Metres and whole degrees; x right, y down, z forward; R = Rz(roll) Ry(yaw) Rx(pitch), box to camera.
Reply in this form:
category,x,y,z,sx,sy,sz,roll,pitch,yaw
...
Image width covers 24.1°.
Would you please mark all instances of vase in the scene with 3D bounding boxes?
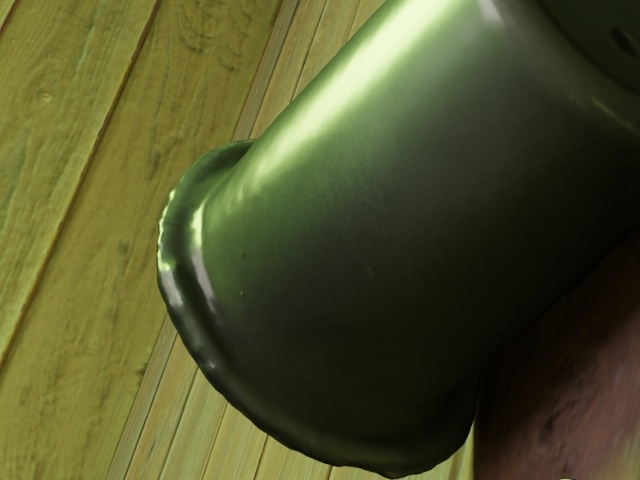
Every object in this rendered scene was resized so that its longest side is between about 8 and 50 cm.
category,x,y,z,sx,sy,sz,roll,pitch,yaw
vase,0.077,-0.042,0.847,0.291,0.245,0.245,-47,20,37

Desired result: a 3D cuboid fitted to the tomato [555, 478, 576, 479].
category,x,y,z,sx,sy,sz,roll,pitch,yaw
tomato,0.099,0.165,0.477,0.167,0.167,0.167,-59,13,22
